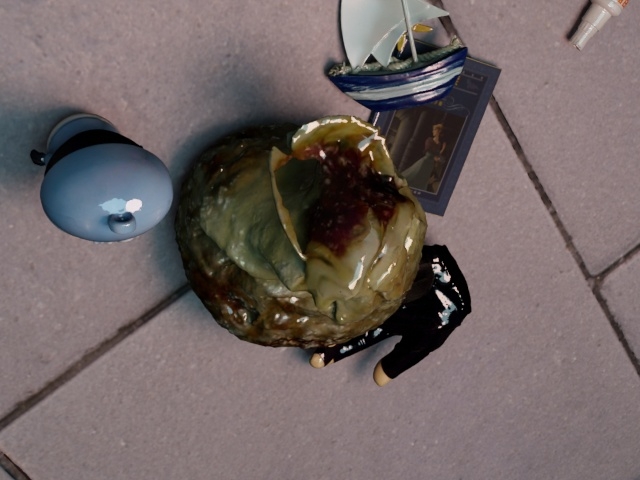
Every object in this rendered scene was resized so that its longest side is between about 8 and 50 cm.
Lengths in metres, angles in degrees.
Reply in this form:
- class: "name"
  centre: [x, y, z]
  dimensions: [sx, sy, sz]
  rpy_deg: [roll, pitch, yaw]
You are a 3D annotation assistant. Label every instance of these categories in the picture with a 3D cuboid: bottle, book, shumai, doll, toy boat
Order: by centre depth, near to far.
- class: "doll"
  centre: [-0.302, -0.083, 1.650]
  dimensions: [0.177, 0.314, 0.141]
  rpy_deg: [-7, 117, -18]
- class: "shumai"
  centre: [0.000, 0.000, 1.745]
  dimensions: [0.395, 0.348, 0.395]
  rpy_deg: [-1, 93, -15]
- class: "toy boat"
  centre: [0.101, -0.344, 1.832]
  dimensions: [0.220, 0.067, 0.291]
  rpy_deg: [-12, 110, 7]
- class: "book"
  centre: [0.167, -0.183, 1.965]
  dimensions: [0.190, 0.025, 0.269]
  rpy_deg: [14, 106, -26]
- class: "bottle"
  centre: [0.485, -0.409, 1.979]
  dimensions: [0.060, 0.060, 0.217]
  rpy_deg: [32, 99, -30]

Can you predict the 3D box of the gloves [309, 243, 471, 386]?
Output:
- class: "gloves"
  centre: [0.111, 0.133, 2.007]
  dimensions: [0.301, 0.152, 0.197]
  rpy_deg: [-31, 99, 0]
